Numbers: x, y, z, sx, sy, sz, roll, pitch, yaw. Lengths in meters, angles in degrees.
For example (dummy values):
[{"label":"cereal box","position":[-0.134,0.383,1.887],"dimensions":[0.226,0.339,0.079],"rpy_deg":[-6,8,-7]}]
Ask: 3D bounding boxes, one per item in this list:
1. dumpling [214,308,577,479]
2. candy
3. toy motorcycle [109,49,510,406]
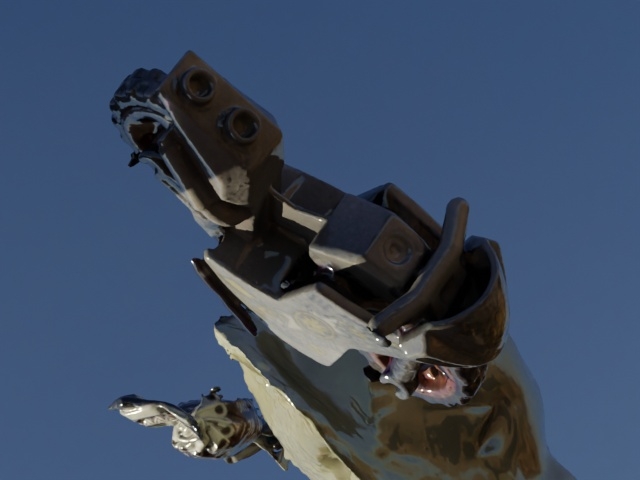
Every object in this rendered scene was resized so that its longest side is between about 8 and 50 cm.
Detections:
[{"label":"dumpling","position":[0.055,0.125,1.153],"dimensions":[0.243,0.227,0.175],"rpy_deg":[-15,-43,-32]},{"label":"candy","position":[-0.077,0.137,1.296],"dimensions":[0.094,0.051,0.226],"rpy_deg":[-6,-13,15]},{"label":"toy motorcycle","position":[0.000,0.000,0.791],"dimensions":[0.080,0.215,0.122],"rpy_deg":[-54,14,-26]}]
